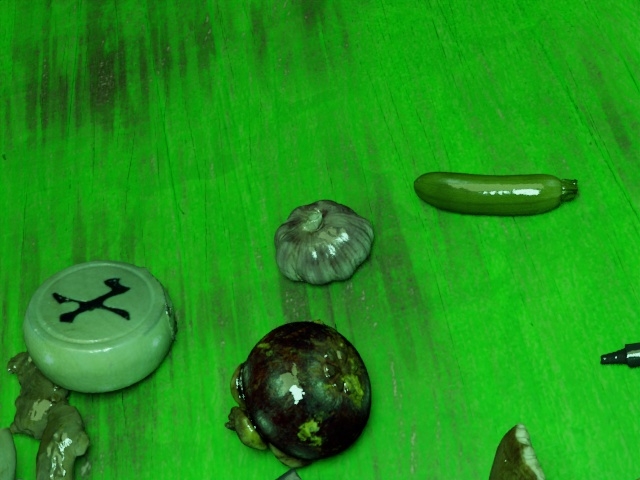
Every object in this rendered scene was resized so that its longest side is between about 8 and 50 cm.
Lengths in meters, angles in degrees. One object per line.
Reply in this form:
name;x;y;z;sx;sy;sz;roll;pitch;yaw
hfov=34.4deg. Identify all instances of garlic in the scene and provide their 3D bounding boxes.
garlic;0.000;0.000;1.611;0.159;0.102;0.147;-3;55;16

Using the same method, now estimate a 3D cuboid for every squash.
squash;0.269;-0.073;1.609;0.258;0.069;0.069;3;55;19

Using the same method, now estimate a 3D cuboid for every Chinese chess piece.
Chinese chess piece;-0.335;0.126;1.584;0.238;0.092;0.237;0;38;0

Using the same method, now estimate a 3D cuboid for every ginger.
ginger;-0.407;0.274;1.539;0.122;0.084;0.290;-19;51;-6

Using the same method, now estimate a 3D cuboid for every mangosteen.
mangosteen;-0.039;0.218;1.429;0.217;0.192;0.192;-33;44;33

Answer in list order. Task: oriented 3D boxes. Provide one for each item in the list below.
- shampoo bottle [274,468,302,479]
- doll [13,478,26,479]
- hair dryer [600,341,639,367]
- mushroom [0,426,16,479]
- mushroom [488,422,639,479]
shampoo bottle;-0.140;0.419;1.341;0.310;0.098;0.071;-33;56;-8
doll;-0.423;0.408;1.427;0.151;0.114;0.085;-68;21;5
hair dryer;0.505;0.128;1.392;0.256;0.070;0.128;-8;52;17
mushroom;-0.555;0.349;1.488;0.254;0.195;0.188;4;89;16
mushroom;0.327;0.302;1.228;0.302;0.232;0.208;-24;15;-33
